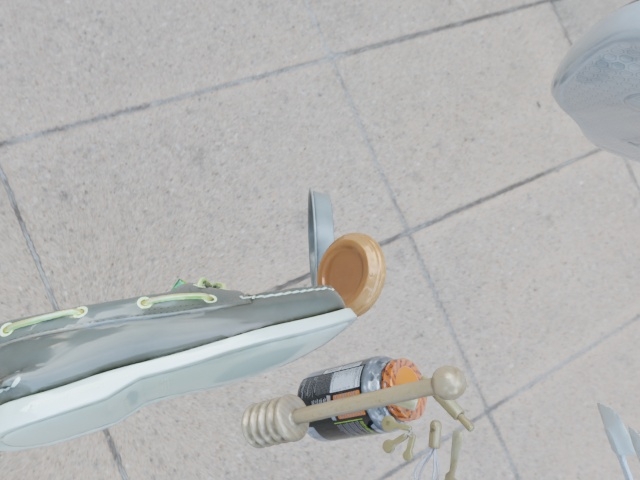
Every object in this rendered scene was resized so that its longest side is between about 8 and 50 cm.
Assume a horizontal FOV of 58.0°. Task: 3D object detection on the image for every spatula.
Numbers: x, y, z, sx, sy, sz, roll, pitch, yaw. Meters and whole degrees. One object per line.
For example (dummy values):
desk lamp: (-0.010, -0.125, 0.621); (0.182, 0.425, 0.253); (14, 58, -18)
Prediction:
spatula: (0.490, 0.362, 0.839); (0.019, 0.168, 0.242); (-30, 106, -11)

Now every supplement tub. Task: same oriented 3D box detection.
supplement tub: (0.105, 0.413, 1.511); (0.194, 0.316, 0.193); (26, 54, -41)

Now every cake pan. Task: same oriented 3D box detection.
cake pan: (0.000, 0.000, 1.567); (0.054, 0.293, 0.293); (-2, 79, -4)

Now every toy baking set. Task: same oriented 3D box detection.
toy baking set: (0.239, 0.427, 1.263); (0.030, 0.256, 0.196); (29, 98, -47)

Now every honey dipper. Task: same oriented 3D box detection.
honey dipper: (0.014, 0.097, 0.344); (0.030, 0.161, 0.030); (28, 49, -38)

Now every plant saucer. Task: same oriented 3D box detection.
plant saucer: (0.060, 0.076, 1.309); (0.037, 0.200, 0.199); (18, 71, -44)

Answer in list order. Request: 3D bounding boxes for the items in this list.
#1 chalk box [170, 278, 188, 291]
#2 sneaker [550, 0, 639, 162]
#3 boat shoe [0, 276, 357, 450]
chalk box: (-0.315, 0.221, 1.331); (0.132, 0.132, 0.213); (30, 77, 20)
sneaker: (0.242, -0.145, 0.395); (0.105, 0.296, 0.146); (24, 99, 27)
boat shoe: (-0.113, 0.079, 0.482); (0.305, 0.109, 0.091); (-13, 63, -26)
